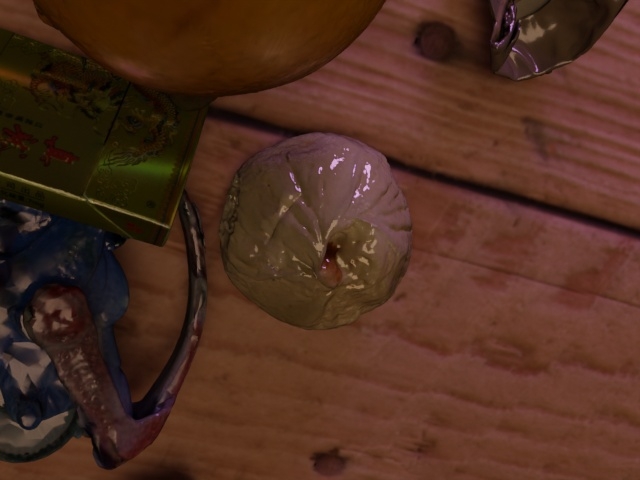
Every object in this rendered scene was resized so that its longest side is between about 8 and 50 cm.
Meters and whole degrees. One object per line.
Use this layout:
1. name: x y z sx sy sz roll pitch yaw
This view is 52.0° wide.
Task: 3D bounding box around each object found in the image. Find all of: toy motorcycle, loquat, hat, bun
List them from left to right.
1. toy motorcycle: -0.245 0.059 0.679 0.181 0.241 0.319 -1 94 35
2. loquat: -0.096 -0.255 0.538 0.328 0.329 0.360 9 139 -12
3. bun: 0.000 0.000 0.699 0.220 0.134 0.221 -3 105 -10
4. hat: 0.234 -0.272 0.708 0.147 0.085 0.175 -16 84 6

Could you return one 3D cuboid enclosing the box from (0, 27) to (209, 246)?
1. box: -0.273 -0.115 0.613 0.311 0.173 0.043 18 141 -13
